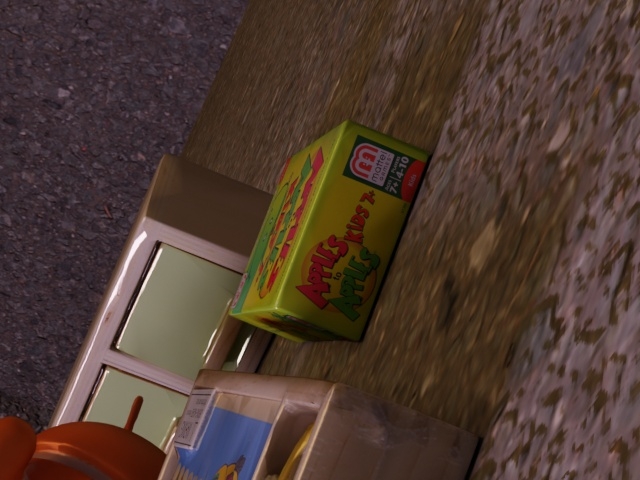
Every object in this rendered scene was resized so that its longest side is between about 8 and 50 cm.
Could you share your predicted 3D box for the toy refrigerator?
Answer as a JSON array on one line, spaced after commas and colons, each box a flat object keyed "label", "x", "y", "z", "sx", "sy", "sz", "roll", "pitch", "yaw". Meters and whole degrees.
[{"label": "toy refrigerator", "x": -0.105, "y": 0.091, "z": 1.225, "sx": 0.094, "sy": 0.102, "sz": 0.269, "roll": -81, "pitch": 15, "yaw": -60}]

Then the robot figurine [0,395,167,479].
[{"label": "robot figurine", "x": -0.144, "y": 0.186, "z": 1.029, "sx": 0.219, "sy": 0.158, "sz": 0.128, "roll": -49, "pitch": 0, "yaw": -38}]

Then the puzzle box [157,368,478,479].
[{"label": "puzzle box", "x": -0.054, "y": 0.186, "z": 0.767, "sx": 0.409, "sy": 0.052, "sz": 0.272, "roll": 158, "pitch": 133, "yaw": -80}]

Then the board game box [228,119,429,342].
[{"label": "board game box", "x": 0.000, "y": 0.000, "z": 0.948, "sx": 0.181, "sy": 0.043, "sz": 0.092, "roll": 160, "pitch": 132, "yaw": -80}]
